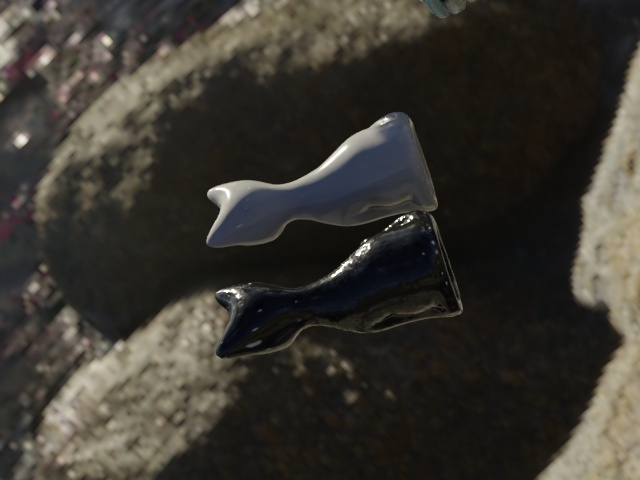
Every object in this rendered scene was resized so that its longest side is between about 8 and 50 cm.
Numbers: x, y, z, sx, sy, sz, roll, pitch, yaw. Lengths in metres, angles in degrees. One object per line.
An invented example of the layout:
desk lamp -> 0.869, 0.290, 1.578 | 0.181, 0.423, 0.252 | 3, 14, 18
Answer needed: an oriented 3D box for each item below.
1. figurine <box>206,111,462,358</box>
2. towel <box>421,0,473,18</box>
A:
figurine -> 0.000, 0.000, 1.614 | 0.209, 0.092, 0.215 | -17, 45, 7
towel -> 0.036, -0.423, 1.841 | 0.090, 0.374, 0.320 | -29, 60, 6
